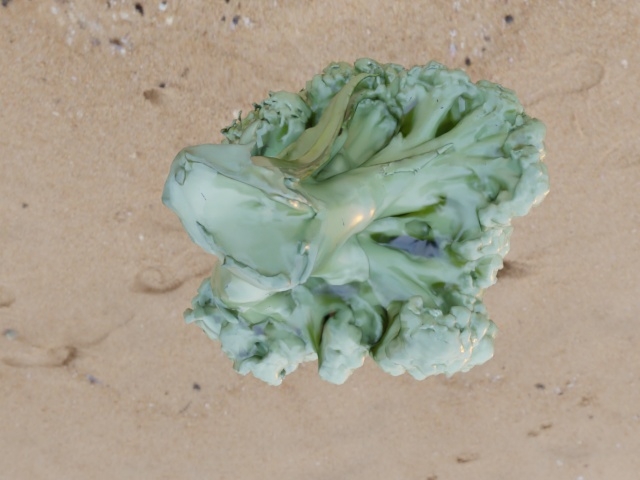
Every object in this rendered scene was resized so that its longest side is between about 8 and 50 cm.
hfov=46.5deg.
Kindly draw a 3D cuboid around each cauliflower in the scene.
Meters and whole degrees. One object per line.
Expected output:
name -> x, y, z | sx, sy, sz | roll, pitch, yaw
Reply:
cauliflower -> 0.017, 0.007, 0.561 | 0.260, 0.281, 0.327 | 44, 118, -9
